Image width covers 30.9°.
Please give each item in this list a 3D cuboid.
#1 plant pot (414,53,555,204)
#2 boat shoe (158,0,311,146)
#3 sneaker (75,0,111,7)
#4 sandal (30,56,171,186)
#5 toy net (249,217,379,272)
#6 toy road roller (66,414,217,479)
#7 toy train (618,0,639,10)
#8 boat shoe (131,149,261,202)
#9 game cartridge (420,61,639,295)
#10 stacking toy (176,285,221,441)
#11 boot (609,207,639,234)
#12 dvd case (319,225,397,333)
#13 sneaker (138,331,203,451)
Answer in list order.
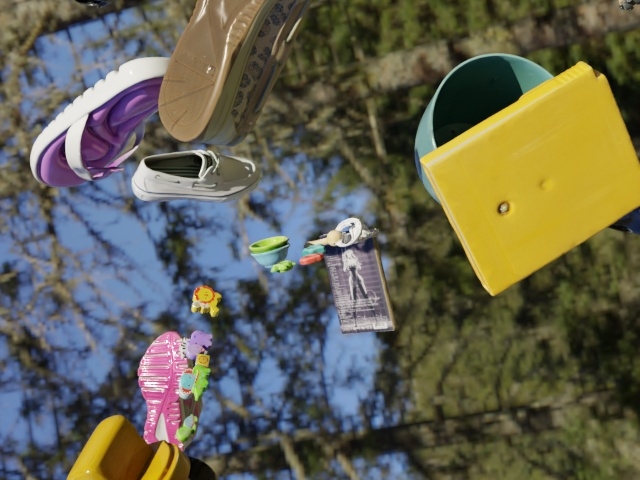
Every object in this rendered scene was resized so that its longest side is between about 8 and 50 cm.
[{"bbox_3d":[0.310,-0.175,2.190,0.235,0.292,0.293,138,125,-72],"label":"plant pot"},{"bbox_3d":[-0.061,-0.223,1.106,0.104,0.285,0.089,41,-159,33],"label":"boat shoe"},{"bbox_3d":[-0.378,-0.473,1.938,0.296,0.104,0.147,-99,26,-72],"label":"sneaker"},{"bbox_3d":[-0.355,-0.162,1.892,0.169,0.416,0.102,-6,-110,-37],"label":"sandal"},{"bbox_3d":[0.000,0.000,1.967,0.122,0.232,0.045,7,113,65],"label":"toy net"},{"bbox_3d":[-0.362,0.441,2.012,0.241,0.329,0.202,54,-144,-22],"label":"toy road roller"},{"bbox_3d":[0.645,-0.491,2.246,0.027,0.158,0.036,61,178,-36],"label":"toy train"},{"bbox_3d":[-0.195,-0.109,1.902,0.083,0.226,0.076,63,148,26],"label":"boat shoe"},{"bbox_3d":[0.357,-0.100,1.892,0.285,0.323,0.053,60,177,-29],"label":"game cartridge"},{"bbox_3d":[-0.217,0.212,1.981,0.167,0.052,0.221,109,168,-49],"label":"stacking toy"},{"bbox_3d":[0.629,-0.079,2.263,0.284,0.377,0.138,4,78,69],"label":"boot"},{"bbox_3d":[0.079,0.087,2.458,0.018,0.164,0.221,-16,-86,-40],"label":"dvd case"},{"bbox_3d":[-0.282,0.290,2.219,0.111,0.102,0.252,-34,-50,-68],"label":"sneaker"}]
